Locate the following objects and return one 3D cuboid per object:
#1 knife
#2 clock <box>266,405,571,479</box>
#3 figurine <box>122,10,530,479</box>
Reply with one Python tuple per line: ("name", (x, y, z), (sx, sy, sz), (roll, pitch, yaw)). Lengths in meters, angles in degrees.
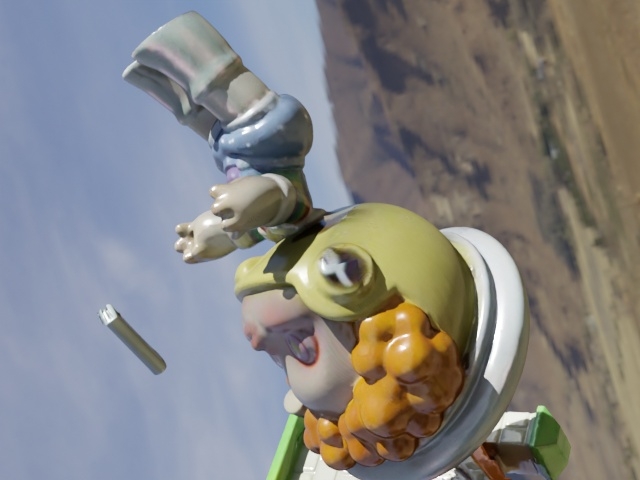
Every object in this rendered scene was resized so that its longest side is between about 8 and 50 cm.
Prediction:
("knife", (-0.237, 0.125, 1.628), (0.044, 0.023, 0.162), (57, 179, 36))
("clock", (0.079, 0.243, 1.128), (0.106, 0.255, 0.220), (59, -140, -41))
("figurine", (0.010, -0.008, 0.952), (0.382, 0.205, 0.224), (59, 155, -15))
